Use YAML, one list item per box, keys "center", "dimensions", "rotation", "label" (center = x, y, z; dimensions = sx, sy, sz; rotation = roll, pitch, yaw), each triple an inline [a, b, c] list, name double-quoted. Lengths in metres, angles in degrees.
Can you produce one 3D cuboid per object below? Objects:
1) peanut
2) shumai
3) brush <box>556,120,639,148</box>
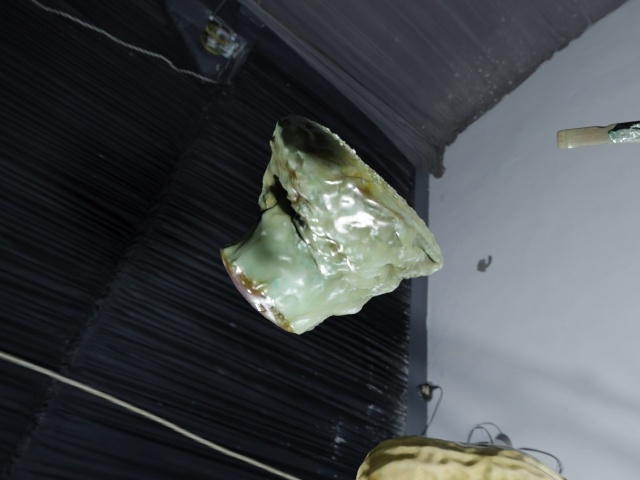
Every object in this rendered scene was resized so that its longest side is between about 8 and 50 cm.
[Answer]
- center: [0.210, 0.351, 0.578]
  dimensions: [0.140, 0.324, 0.154]
  rotation: [-42, -38, -82]
  label: "peanut"
- center: [0.000, 0.000, 0.786]
  dimensions: [0.323, 0.397, 0.324]
  rotation: [-47, 44, 10]
  label: "shumai"
- center: [0.455, -0.169, 0.698]
  dimensions: [0.190, 0.027, 0.034]
  rotation: [-154, 52, -71]
  label: "brush"
